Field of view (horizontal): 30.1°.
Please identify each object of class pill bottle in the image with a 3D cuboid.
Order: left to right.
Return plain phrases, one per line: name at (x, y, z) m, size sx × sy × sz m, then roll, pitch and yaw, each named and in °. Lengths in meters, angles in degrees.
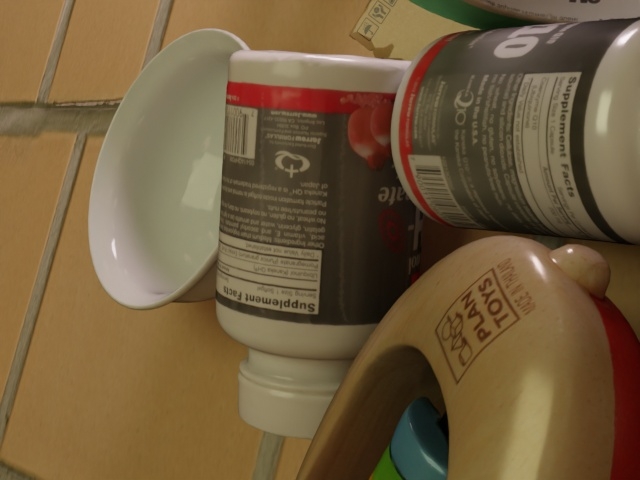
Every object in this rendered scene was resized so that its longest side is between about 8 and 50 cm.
pill bottle at (0.000, 0.000, 1.027) m, size 0.176 × 0.176 × 0.319 m, roll 15°, pitch 105°, yaw 51°
pill bottle at (0.201, -0.080, 0.872) m, size 0.283 × 0.161 × 0.161 m, roll 7°, pitch 80°, yaw 50°

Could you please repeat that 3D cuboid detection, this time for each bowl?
bowl at (-0.109, -0.060, 1.247) m, size 0.297 × 0.134 × 0.298 m, roll -21°, pitch 61°, yaw 43°

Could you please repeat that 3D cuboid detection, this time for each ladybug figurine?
ladybug figurine at (0.098, 0.199, 0.837) m, size 0.449 × 0.161 × 0.305 m, roll -63°, pitch 24°, yaw 27°

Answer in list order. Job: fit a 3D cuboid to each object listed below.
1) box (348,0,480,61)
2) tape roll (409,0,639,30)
box at (0.142, -0.216, 1.044) m, size 0.164 × 0.021 × 0.201 m, roll 40°, pitch 108°, yaw 15°
tape roll at (0.180, -0.230, 0.830) m, size 0.321 × 0.321 × 0.077 m, roll -5°, pitch 72°, yaw 48°
